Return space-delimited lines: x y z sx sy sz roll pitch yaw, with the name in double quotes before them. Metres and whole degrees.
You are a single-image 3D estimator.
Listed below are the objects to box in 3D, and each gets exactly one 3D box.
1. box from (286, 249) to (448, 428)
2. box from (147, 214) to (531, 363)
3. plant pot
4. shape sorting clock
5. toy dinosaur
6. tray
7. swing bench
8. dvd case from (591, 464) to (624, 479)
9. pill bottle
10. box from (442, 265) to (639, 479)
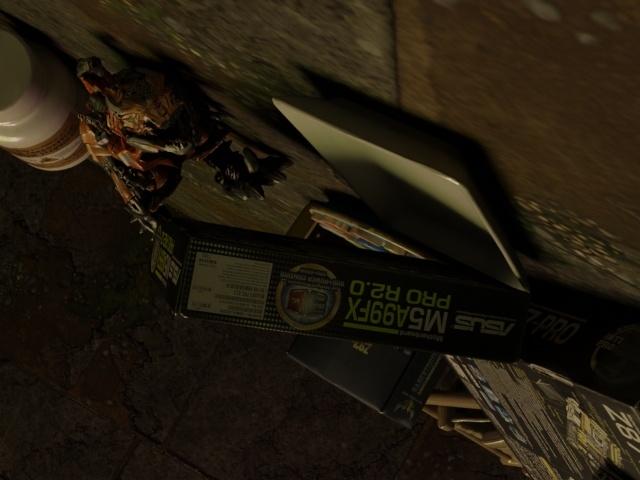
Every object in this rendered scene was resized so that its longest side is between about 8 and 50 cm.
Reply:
"box" 0.074 0.109 1.246 0.059 0.183 0.233 33 175 -33
"box" 0.004 0.036 0.818 0.270 0.060 0.216 10 -177 -16
"plant pot" 0.000 0.000 1.204 0.081 0.081 0.083 32 -174 -27
"shape sorting clock" 0.080 0.013 1.073 0.206 0.040 0.206 30 175 3
"toy dinosaur" -0.160 -0.101 0.982 0.218 0.164 0.322 47 -172 -18
"tray" 0.076 -0.033 0.717 0.145 0.030 0.270 26 174 26
"swing bench" 0.280 0.215 1.236 0.253 0.165 0.255 34 173 -33
"dvd case" 0.318 0.287 0.802 0.221 0.018 0.164 35 159 37
"pill bottle" -0.355 -0.170 1.195 0.131 0.131 0.229 29 175 8
"box" 0.289 0.214 0.915 0.395 0.097 0.318 54 168 -21
